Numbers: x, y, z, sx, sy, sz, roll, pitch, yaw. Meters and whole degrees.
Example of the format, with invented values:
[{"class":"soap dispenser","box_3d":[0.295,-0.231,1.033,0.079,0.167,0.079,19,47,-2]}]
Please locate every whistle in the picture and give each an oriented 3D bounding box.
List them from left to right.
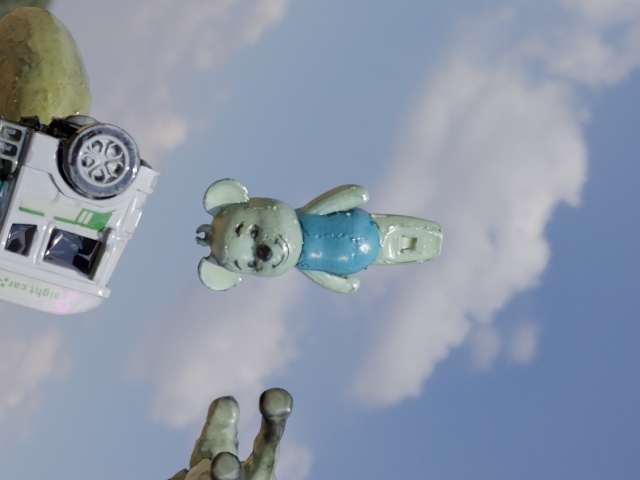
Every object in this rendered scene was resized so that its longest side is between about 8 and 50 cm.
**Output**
[{"class":"whistle","box_3d":[0.000,0.000,1.627,0.077,0.235,0.114,-115,-151,-68]}]

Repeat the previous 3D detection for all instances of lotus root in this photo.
[{"class":"lotus root","box_3d":[-0.233,-0.120,1.417,0.090,0.077,0.183,-62,-146,38]}]

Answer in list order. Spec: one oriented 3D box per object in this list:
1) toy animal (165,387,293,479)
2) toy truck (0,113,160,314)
[{"class":"toy animal","box_3d":[-0.022,0.165,0.900,0.073,0.217,0.176,-27,156,-19]},{"class":"toy truck","box_3d":[-0.198,-0.028,0.858,0.110,0.216,0.116,-155,-97,-72]}]
